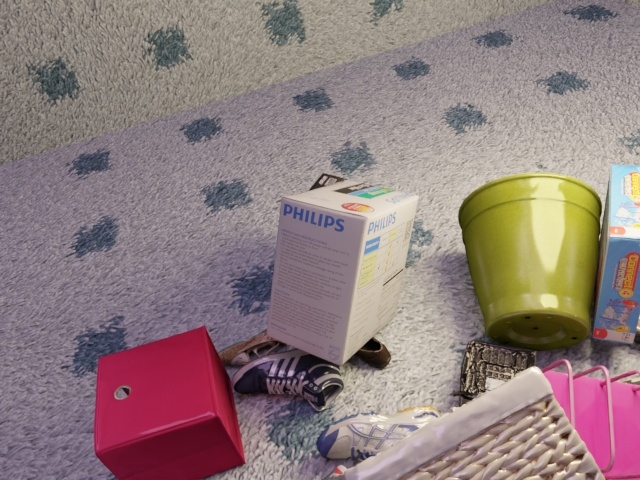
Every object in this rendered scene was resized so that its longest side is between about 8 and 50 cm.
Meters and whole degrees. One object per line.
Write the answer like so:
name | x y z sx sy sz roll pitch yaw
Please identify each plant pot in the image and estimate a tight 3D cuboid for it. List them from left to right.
plant pot | 0.542 0.079 1.345 0.366 0.366 0.353 2 58 13

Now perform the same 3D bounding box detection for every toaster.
toaster | 0.410 0.337 1.244 0.185 0.110 0.168 8 47 18

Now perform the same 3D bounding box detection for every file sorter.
file sorter | 0.572 0.353 0.991 0.290 0.182 0.202 9 67 3

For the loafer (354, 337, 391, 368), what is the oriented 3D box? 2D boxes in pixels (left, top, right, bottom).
loafer | 0.090 0.261 1.406 0.220 0.078 0.080 19 52 27

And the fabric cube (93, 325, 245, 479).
fabric cube | -0.346 0.400 1.226 0.258 0.259 0.254 -16 44 -6

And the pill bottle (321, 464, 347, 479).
pill bottle | 0.006 0.571 1.094 0.180 0.108 0.108 -33 48 -20

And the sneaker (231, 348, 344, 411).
sneaker | -0.078 0.364 1.323 0.282 0.099 0.153 -16 43 -9

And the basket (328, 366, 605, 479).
basket | 0.212 0.401 0.782 0.331 0.328 0.266 -24 67 -17

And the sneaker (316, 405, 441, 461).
sneaker | 0.140 0.462 1.173 0.296 0.112 0.131 -11 45 1

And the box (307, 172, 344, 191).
box | 0.000 0.000 1.523 0.076 0.307 0.242 18 53 26

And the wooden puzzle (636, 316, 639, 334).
wooden puzzle | 0.929 0.178 1.332 0.348 0.080 0.322 -36 50 -29

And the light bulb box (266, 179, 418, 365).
light bulb box | 0.063 0.057 1.330 0.225 0.361 0.358 16 19 25

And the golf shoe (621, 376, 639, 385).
golf shoe | 0.704 0.384 1.166 0.272 0.105 0.120 -24 29 -20

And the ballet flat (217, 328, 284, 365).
ballet flat | -0.189 0.301 1.433 0.206 0.073 0.067 -26 60 -10

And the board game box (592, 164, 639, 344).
board game box | 0.712 0.029 1.239 0.086 0.308 0.302 6 40 25
